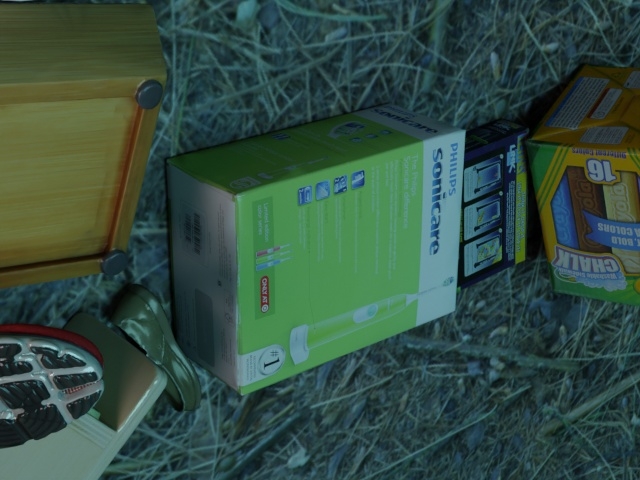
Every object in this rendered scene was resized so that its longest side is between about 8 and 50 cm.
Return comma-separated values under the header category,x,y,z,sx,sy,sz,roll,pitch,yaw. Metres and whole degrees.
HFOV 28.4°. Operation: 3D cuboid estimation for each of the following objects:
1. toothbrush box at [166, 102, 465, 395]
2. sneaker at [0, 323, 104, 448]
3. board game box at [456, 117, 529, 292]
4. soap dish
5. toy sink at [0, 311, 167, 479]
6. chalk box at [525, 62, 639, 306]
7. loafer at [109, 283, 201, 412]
category,x,y,z,sx,sy,sz,roll,pitch,yaw
toothbrush box,0.000,0.000,1.246,0.283,0.122,0.206,-18,120,-34
sneaker,-0.288,0.084,0.951,0.118,0.279,0.107,-75,155,-48
board game box,0.171,-0.037,1.430,0.141,0.048,0.170,-22,122,-35
soap dish,-0.261,-0.064,0.962,0.291,0.118,0.229,-9,130,-40
toy sink,-0.270,0.151,1.060,0.234,0.153,0.131,-53,133,-8
chalk box,0.375,-0.038,1.490,0.180,0.179,0.289,-49,137,-39
loafer,-0.161,0.110,1.206,0.050,0.056,0.148,-35,119,-23
